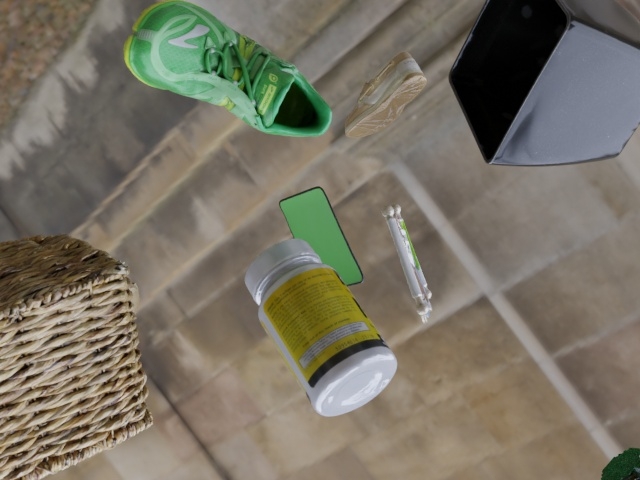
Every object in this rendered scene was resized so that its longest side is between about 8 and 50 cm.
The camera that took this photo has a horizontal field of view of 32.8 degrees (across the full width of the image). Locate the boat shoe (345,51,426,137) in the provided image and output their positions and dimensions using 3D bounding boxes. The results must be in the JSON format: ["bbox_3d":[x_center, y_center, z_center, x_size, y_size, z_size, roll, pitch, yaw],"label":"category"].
[{"bbox_3d":[0.089,-0.210,1.575,0.063,0.059,0.170,0,153,-39],"label":"boat shoe"}]

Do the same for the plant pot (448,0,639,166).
[{"bbox_3d":[0.275,-0.193,1.218,0.187,0.166,0.188,-104,-149,-49],"label":"plant pot"}]

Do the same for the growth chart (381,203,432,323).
[{"bbox_3d":[0.121,0.029,1.494,0.021,0.172,0.237,-21,178,7],"label":"growth chart"}]

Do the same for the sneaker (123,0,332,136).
[{"bbox_3d":[-0.095,-0.196,1.267,0.295,0.123,0.110,17,94,-45],"label":"sneaker"}]

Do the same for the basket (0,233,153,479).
[{"bbox_3d":[-0.376,0.143,1.252,0.299,0.223,0.213,-23,-151,-37],"label":"basket"}]

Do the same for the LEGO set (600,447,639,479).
[{"bbox_3d":[0.405,0.373,1.194,0.255,0.192,0.331,-45,-175,-25],"label":"LEGO set"}]

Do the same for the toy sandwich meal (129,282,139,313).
[{"bbox_3d":[-0.332,0.105,1.816,0.085,0.029,0.086,-48,146,-48],"label":"toy sandwich meal"}]

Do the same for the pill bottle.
[{"bbox_3d":[-0.005,0.105,1.359,0.119,0.208,0.119,-25,149,-16],"label":"pill bottle"}]

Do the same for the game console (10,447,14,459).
[{"bbox_3d":[-0.512,0.311,1.714,0.085,0.144,0.124,-25,-129,25],"label":"game console"}]

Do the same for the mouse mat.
[{"bbox_3d":[0.000,0.000,1.952,0.007,0.190,0.152,-28,-173,-34],"label":"mouse mat"}]
